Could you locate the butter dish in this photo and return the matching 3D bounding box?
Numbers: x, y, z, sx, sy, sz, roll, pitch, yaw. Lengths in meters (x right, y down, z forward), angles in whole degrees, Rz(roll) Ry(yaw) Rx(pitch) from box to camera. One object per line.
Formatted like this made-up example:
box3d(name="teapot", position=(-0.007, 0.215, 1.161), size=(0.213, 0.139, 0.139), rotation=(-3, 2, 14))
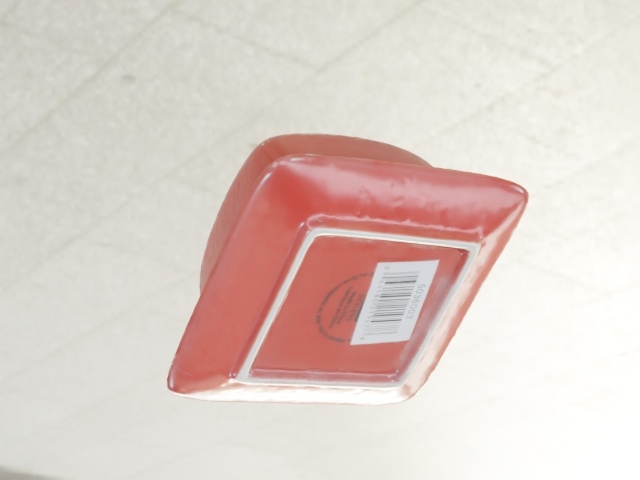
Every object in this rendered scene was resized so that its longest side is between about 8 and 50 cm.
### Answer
box3d(name="butter dish", position=(0.000, 0.000, 0.753), size=(0.160, 0.118, 0.160), rotation=(6, 126, -30))
